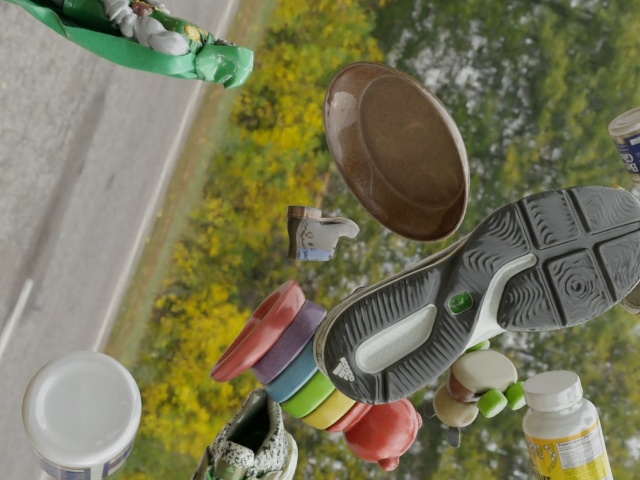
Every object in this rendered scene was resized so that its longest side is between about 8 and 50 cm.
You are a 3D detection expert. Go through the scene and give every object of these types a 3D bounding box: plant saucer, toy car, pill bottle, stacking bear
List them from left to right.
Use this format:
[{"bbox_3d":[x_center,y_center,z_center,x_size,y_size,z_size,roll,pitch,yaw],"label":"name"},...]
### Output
[{"bbox_3d":[-0.333,0.258,1.383,0.264,0.153,0.153,122,-12,-65],"label":"pill bottle"},{"bbox_3d":[0.016,0.206,1.423,0.164,0.289,0.175,-43,-172,47],"label":"stacking bear"},{"bbox_3d":[0.082,-0.092,0.991,0.036,0.198,0.198,-32,158,-29],"label":"plant saucer"},{"bbox_3d":[0.268,0.294,1.837,0.149,0.155,0.188,-5,135,-42],"label":"toy car"},{"bbox_3d":[0.380,0.314,1.537,0.117,0.118,0.208,-70,145,-74],"label":"pill bottle"},{"bbox_3d":[0.588,-0.148,1.758,0.094,0.169,0.094,-29,-165,8],"label":"pill bottle"}]

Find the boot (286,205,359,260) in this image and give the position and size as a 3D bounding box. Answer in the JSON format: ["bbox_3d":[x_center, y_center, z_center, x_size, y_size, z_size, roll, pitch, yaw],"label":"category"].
[{"bbox_3d":[0.000,0.000,1.981,0.219,0.082,0.106,15,79,-51],"label":"boot"}]

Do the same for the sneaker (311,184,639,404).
[{"bbox_3d":[0.181,0.051,1.265,0.257,0.448,0.169,-175,-117,-78],"label":"sneaker"}]

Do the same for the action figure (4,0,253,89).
[{"bbox_3d":[-0.153,-0.165,0.714,0.063,0.232,0.137,-67,171,14],"label":"action figure"}]

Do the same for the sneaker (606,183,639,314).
[{"bbox_3d":[0.487,0.014,1.591,0.093,0.088,0.225,32,42,-58],"label":"sneaker"}]

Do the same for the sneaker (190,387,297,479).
[{"bbox_3d":[-0.143,0.364,1.387,0.410,0.158,0.182,-68,166,-50],"label":"sneaker"}]
